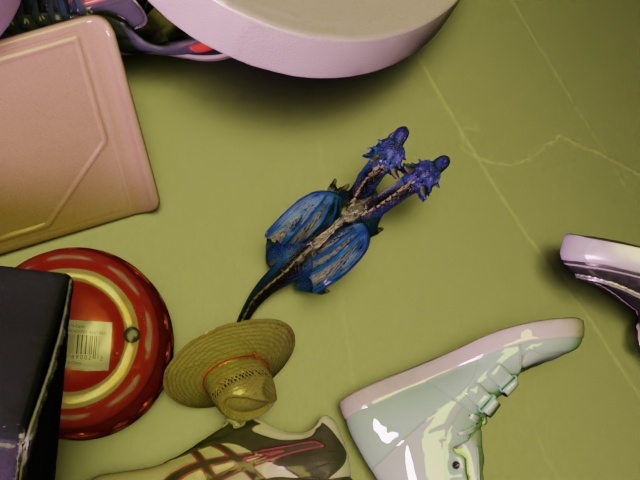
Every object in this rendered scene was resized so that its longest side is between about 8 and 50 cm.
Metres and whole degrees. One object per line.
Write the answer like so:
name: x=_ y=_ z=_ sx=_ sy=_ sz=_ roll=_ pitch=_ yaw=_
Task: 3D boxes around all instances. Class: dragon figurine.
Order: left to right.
dragon figurine: x=0.000 y=0.000 z=1.888 sx=0.289 sy=0.144 sz=0.085 roll=-41 pitch=87 yaw=-7

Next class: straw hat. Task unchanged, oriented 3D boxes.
straw hat: x=-0.077 y=0.142 z=1.863 sx=0.144 sy=0.144 sz=0.061 roll=-27 pitch=56 yaw=-6

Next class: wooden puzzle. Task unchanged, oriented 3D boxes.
wooden puzzle: x=-0.296 y=-0.098 z=1.890 sx=0.239 sy=0.044 sz=0.221 roll=-14 pitch=120 yaw=-3

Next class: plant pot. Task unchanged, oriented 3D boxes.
plant pot: x=-0.236 y=0.095 z=1.851 sx=0.191 sy=0.174 sz=0.191 roll=1 pitch=81 yaw=-4

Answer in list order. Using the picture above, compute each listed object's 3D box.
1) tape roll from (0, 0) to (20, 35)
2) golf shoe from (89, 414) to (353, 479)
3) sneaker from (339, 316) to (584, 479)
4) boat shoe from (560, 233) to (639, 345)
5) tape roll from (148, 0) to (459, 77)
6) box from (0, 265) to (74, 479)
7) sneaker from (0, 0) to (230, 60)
tape roll: x=-0.425 y=-0.227 z=1.828 sx=0.275 sy=0.275 sz=0.090 roll=-30 pitch=127 yaw=-6
golf shoe: x=-0.104 y=0.237 z=1.893 sx=0.273 sy=0.105 sz=0.120 roll=0 pitch=62 yaw=-4
sneaker: x=0.163 y=0.178 z=1.902 sx=0.256 sy=0.094 sz=0.151 roll=-24 pitch=80 yaw=4
boat shoe: x=0.372 y=0.080 z=1.921 sx=0.306 sy=0.113 sz=0.105 roll=20 pitch=89 yaw=-17
tape roll: x=-0.027 y=-0.338 z=1.877 sx=0.392 sy=0.072 sz=0.392 roll=9 pitch=59 yaw=-16
box: x=-0.481 y=0.266 z=1.659 sx=0.480 sy=0.297 sz=0.471 roll=8 pitch=118 yaw=-3
sneaker: x=-0.233 y=-0.241 z=1.898 sx=0.350 sy=0.148 sz=0.131 roll=-4 pitch=84 yaw=-4
